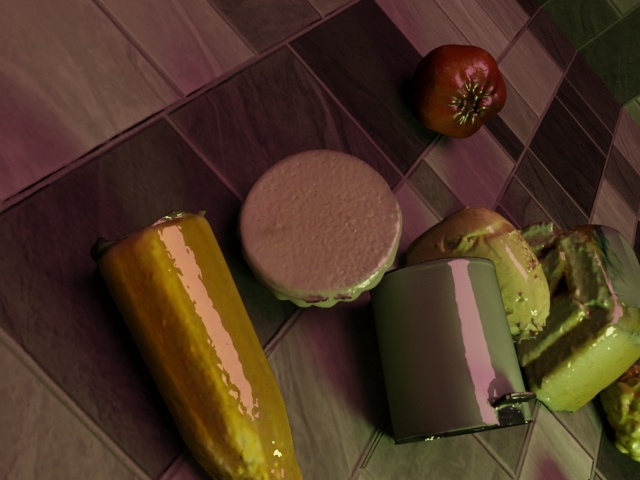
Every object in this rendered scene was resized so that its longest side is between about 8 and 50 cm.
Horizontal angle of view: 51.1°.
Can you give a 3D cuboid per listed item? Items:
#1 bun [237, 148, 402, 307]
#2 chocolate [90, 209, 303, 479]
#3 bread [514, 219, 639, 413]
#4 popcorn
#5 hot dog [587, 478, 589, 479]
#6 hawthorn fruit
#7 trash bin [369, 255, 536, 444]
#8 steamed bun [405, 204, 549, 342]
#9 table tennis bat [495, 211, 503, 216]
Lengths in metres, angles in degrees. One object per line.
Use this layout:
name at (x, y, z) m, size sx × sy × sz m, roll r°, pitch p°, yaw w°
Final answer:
bun at (0.000, 0.000, 1.100) m, size 0.263 × 0.175 × 0.263 m, roll -1°, pitch 68°, yaw 1°
chocolate at (-0.141, 0.187, 0.857) m, size 0.162 × 0.162 × 0.445 m, roll -18°, pitch 80°, yaw -48°
bread at (0.553, 0.142, 1.428) m, size 0.239 × 0.264 × 0.394 m, roll 13°, pitch 55°, yaw -45°
popcorn at (0.747, 0.393, 1.493) m, size 0.256 × 0.194 × 0.255 m, roll 41°, pitch 33°, yaw 14°
hot dog at (0.478, 0.584, 1.181) m, size 0.135 × 0.100 × 0.337 m, roll 46°, pitch 42°, yaw -21°
hawthorn fruit at (0.325, -0.377, 1.629) m, size 0.224 × 0.224 × 0.260 m, roll 25°, pitch 28°, yaw -28°
trash bin at (0.206, 0.181, 1.090) m, size 0.217 × 0.277 × 0.262 m, roll 4°, pitch 68°, yaw -32°
steamed bun at (0.312, 0.072, 1.276) m, size 0.166 × 0.232 × 0.272 m, roll -20°, pitch 73°, yaw -51°
table tennis bat at (0.367, -0.019, 1.555) m, size 0.234 × 0.022 × 0.131 m, roll -28°, pitch 83°, yaw -47°
